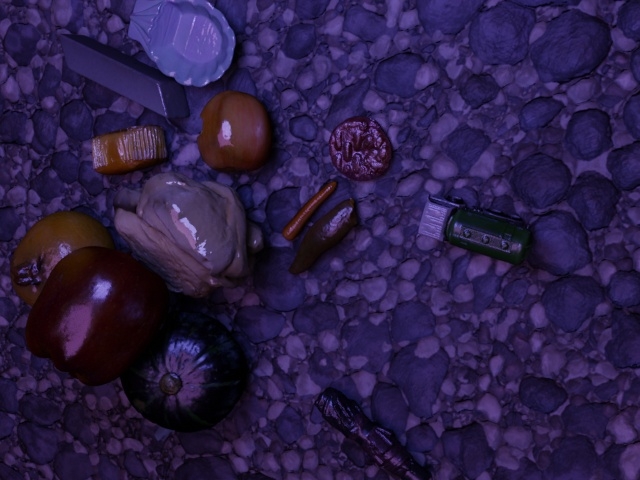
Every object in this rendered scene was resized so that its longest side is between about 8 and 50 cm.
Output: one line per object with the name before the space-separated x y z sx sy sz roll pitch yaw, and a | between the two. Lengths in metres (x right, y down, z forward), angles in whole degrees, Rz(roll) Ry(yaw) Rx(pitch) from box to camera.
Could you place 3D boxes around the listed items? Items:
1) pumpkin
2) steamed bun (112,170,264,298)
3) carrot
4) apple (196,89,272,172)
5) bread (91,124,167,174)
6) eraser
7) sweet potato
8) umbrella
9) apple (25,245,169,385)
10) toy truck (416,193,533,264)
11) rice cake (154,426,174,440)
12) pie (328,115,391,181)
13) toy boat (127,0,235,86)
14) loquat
pumpkin | -0.338 0.324 1.924 0.315 0.238 0.315 0 91 12
steamed bun | -0.301 -0.029 1.841 0.372 0.230 0.325 -4 130 52
carrot | -0.026 -0.073 1.842 0.037 0.037 0.190 44 110 9
apple | -0.200 -0.249 1.809 0.199 0.199 0.199 4 101 21
bread | -0.470 -0.219 1.937 0.190 0.132 0.114 -4 98 26
eraser | -0.475 -0.401 1.917 0.352 0.111 0.077 28 111 14
sweet potato | 0.000 0.000 1.825 0.077 0.077 0.244 47 111 7
umbrella | 0.124 0.465 1.852 0.326 0.094 0.090 38 138 12
apple | -0.494 0.159 1.776 0.288 0.288 0.317 25 70 16
toy truck | 0.328 -0.020 1.666 0.242 0.125 0.101 19 107 18
rice cake | -0.376 0.472 2.081 0.180 0.030 0.042 -47 69 22
pie | 0.089 -0.207 1.773 0.154 0.036 0.155 4 102 20
toy boat | -0.312 -0.476 1.845 0.290 0.100 0.200 27 108 14
loquat | -0.654 0.065 1.993 0.274 0.275 0.275 4 101 21
